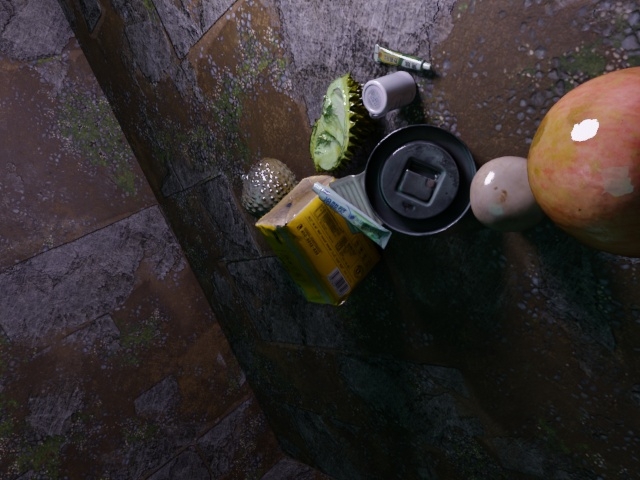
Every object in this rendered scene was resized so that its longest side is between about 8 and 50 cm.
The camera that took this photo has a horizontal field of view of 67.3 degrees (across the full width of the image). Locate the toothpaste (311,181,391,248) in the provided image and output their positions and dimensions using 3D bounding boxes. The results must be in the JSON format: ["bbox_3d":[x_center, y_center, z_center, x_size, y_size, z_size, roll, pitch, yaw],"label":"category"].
[{"bbox_3d":[0.093,-0.085,1.488,0.297,0.048,0.075,38,137,17],"label":"toothpaste"}]

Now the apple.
[{"bbox_3d":[0.597,-0.149,0.948,0.364,0.364,0.364,29,135,34],"label":"apple"}]

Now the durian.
[{"bbox_3d":[0.051,-0.345,1.564,0.198,0.163,0.394,33,144,-1],"label":"durian"}]

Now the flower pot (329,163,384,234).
[{"bbox_3d":[0.168,-0.152,1.562,0.190,0.239,0.209,66,172,-10],"label":"flower pot"}]

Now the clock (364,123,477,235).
[{"bbox_3d":[0.285,-0.172,1.387,0.318,0.066,0.319,2,104,10],"label":"clock"}]

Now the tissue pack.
[{"bbox_3d":[0.000,0.000,1.724,0.228,0.293,0.382,8,137,52],"label":"tissue pack"}]

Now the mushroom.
[{"bbox_3d":[0.493,-0.113,1.258,0.204,0.204,0.204,29,135,34],"label":"mushroom"}]

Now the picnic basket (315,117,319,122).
[{"bbox_3d":[0.003,-0.393,1.699,0.072,0.072,0.083,9,131,46],"label":"picnic basket"}]

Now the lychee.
[{"bbox_3d":[-0.197,-0.202,1.951,0.274,0.255,0.255,17,136,1],"label":"lychee"}]

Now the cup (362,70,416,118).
[{"bbox_3d":[0.199,-0.412,1.402,0.099,0.133,0.136,30,135,38],"label":"cup"}]

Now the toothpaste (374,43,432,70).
[{"bbox_3d":[0.233,-0.516,1.374,0.204,0.031,0.049,32,136,35],"label":"toothpaste"}]
